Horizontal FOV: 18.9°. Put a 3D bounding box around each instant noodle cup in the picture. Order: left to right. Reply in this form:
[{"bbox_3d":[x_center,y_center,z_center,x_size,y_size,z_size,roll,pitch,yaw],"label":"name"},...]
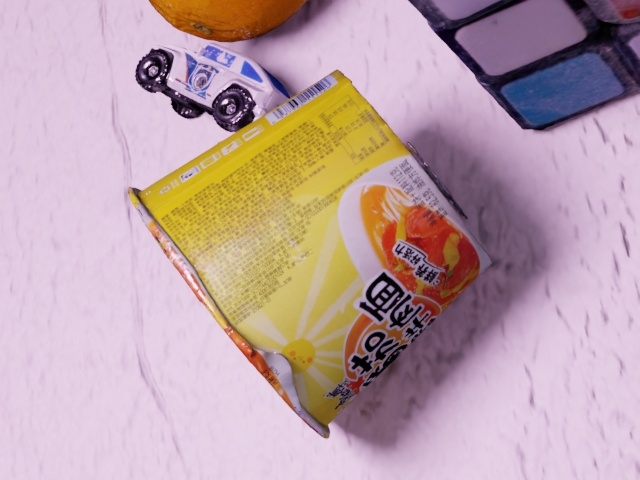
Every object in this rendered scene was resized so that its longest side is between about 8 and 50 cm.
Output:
[{"bbox_3d":[0.000,0.000,1.564,0.200,0.264,0.264,-39,57,0],"label":"instant noodle cup"}]

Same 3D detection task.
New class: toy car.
[{"bbox_3d":[-0.085,-0.134,1.751,0.171,0.080,0.070,27,85,34],"label":"toy car"}]

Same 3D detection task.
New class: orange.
[{"bbox_3d":[-0.080,-0.280,1.743,0.206,0.206,0.206,-11,66,25],"label":"orange"}]

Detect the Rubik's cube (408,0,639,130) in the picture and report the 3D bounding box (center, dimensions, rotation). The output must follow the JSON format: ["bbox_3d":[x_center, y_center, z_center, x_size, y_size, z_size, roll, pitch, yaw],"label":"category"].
[{"bbox_3d":[0.219,-0.345,1.509,0.363,0.359,0.362,-23,59,17],"label":"Rubik's cube"}]
